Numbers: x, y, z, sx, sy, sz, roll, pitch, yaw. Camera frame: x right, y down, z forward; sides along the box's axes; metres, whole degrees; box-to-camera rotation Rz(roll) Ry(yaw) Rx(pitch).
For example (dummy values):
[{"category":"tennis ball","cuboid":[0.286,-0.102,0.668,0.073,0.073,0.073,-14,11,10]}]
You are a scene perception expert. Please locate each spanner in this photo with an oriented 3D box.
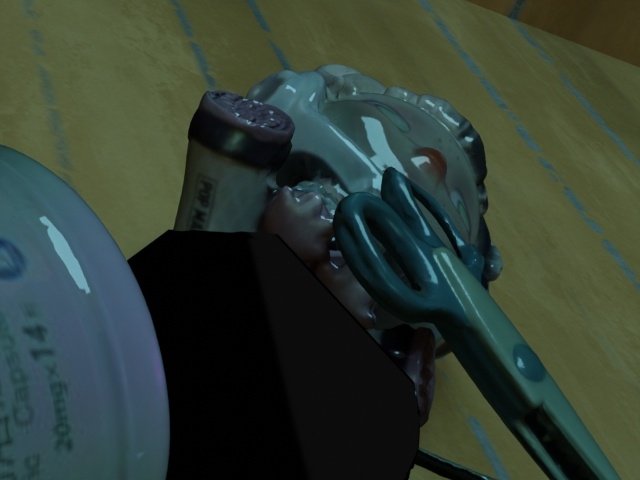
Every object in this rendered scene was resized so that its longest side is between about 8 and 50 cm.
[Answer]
[{"category":"spanner","cuboid":[0.133,0.173,1.137,0.302,0.017,0.071,21,-14,24]}]

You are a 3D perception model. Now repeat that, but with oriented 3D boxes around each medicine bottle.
[{"category":"medicine bottle","cuboid":[-0.242,0.089,0.710,0.302,0.241,0.241,-15,45,-46]}]

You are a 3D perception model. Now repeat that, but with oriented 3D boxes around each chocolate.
[{"category":"chocolate","cuboid":[-0.057,0.141,0.996,0.224,0.206,0.177,46,-17,21]}]

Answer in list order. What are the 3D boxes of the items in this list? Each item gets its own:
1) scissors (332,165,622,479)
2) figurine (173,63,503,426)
[{"category":"scissors","cuboid":[0.114,0.079,1.072,0.289,0.041,0.138,52,28,3]},{"category":"figurine","cuboid":[-0.003,-0.009,1.224,0.253,0.211,0.361,69,24,-9]}]
